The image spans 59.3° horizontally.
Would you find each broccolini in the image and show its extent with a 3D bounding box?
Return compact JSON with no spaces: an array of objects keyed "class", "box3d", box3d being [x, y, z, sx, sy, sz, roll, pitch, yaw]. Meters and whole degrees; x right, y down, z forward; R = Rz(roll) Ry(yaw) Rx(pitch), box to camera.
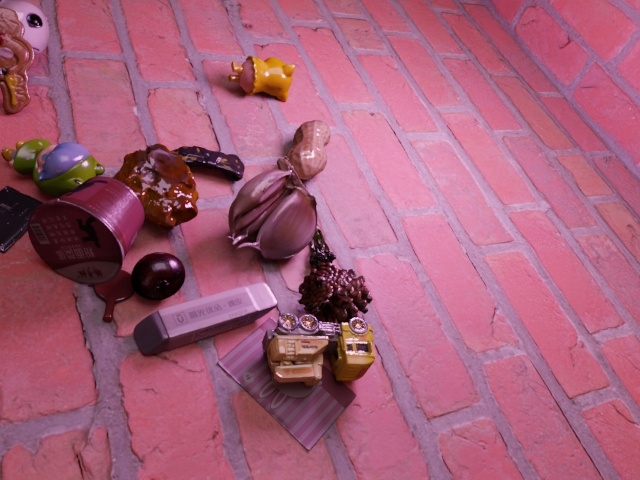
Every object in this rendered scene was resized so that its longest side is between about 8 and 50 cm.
[{"class":"broccolini","box3d":[-0.008,0.008,1.673,0.074,0.058,0.201,20,29,-25]}]

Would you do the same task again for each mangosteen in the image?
[{"class":"mangosteen","box3d":[-0.404,0.080,1.388,0.140,0.140,0.140,12,48,-13]}]

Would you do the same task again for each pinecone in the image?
[{"class":"pinecone","box3d":[0.041,0.146,1.486,0.195,0.150,0.179,6,32,-20]}]

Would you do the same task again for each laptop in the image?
[{"class":"laptop","box3d":[-0.789,-0.057,1.405,0.129,0.016,0.180,25,47,0]}]

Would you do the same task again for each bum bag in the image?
[{"class":"bum bag","box3d":[-0.347,-0.244,1.722,0.232,0.060,0.107,12,39,-15]}]

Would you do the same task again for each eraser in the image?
[{"class":"eraser","box3d":[-0.276,0.187,1.383,0.351,0.061,0.089,-15,59,-33]}]

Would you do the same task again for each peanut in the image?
[{"class":"peanut","box3d":[-0.033,-0.306,1.870,0.136,0.120,0.298,38,41,-22]}]

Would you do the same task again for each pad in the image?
[{"class":"pad","box3d":[-0.078,0.339,1.374,0.299,0.005,0.202,41,48,13]}]

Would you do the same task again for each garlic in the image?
[{"class":"garlic","box3d":[-0.129,-0.071,1.559,0.210,0.237,0.292,35,83,21]}]

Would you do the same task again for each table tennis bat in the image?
[{"class":"table tennis bat","box3d":[-0.504,0.129,1.365,0.098,0.019,0.155,10,46,-16]}]

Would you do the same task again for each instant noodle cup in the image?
[{"class":"instant noodle cup","box3d":[-0.546,-0.036,1.358,0.234,0.235,0.178,24,37,-2]}]

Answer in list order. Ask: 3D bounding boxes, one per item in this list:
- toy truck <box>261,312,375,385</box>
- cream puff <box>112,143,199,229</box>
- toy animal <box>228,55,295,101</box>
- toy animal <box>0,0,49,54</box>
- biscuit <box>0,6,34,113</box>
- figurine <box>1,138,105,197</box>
[{"class":"toy truck","box3d":[-0.001,0.276,1.370,0.272,0.124,0.157,6,49,-18]},{"class":"cream puff","box3d":[-0.450,-0.152,1.533,0.241,0.155,0.269,11,47,-19]},{"class":"toy animal","box3d":[-0.210,-0.586,2.012,0.229,0.156,0.156,1,51,-21]},{"class":"toy animal","box3d":[-0.971,-0.637,1.705,0.266,0.213,0.213,15,47,-15]},{"class":"biscuit","box3d":[-0.916,-0.513,1.597,0.186,0.044,0.295,0,95,-24]},{"class":"figurine","box3d":[-0.708,-0.202,1.489,0.263,0.143,0.162,18,37,15]}]
